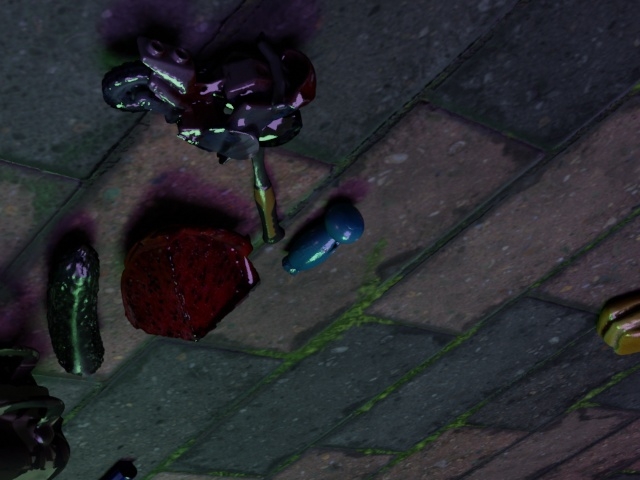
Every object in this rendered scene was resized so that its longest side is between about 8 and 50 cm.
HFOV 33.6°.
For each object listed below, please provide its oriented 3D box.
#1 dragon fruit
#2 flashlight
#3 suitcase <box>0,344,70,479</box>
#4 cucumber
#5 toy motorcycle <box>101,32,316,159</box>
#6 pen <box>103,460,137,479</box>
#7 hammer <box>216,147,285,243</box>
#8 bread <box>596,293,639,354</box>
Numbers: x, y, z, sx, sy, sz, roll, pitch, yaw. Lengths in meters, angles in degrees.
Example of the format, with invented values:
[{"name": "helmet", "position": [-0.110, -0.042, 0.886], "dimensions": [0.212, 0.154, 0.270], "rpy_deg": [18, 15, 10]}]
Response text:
[{"name": "dragon fruit", "position": [-0.159, 0.025, 1.205], "dimensions": [0.127, 0.120, 0.161], "rpy_deg": [11, 131, 30]}, {"name": "flashlight", "position": [0.000, 0.000, 1.267], "dimensions": [0.051, 0.051, 0.129], "rpy_deg": [16, 139, -43]}, {"name": "suitcase", "position": [-0.457, 0.236, 1.223], "dimensions": [0.339, 0.194, 0.351], "rpy_deg": [-37, 163, 10]}, {"name": "cucumber", "position": [-0.285, 0.076, 1.226], "dimensions": [0.067, 0.067, 0.245], "rpy_deg": [-9, 145, -15]}, {"name": "toy motorcycle", "position": [-0.089, -0.137, 0.971], "dimensions": [0.213, 0.082, 0.122], "rpy_deg": [10, 140, -40]}, {"name": "pen", "position": [-0.383, 0.440, 1.761], "dimensions": [0.033, 0.033, 0.269], "rpy_deg": [11, 138, -39]}, {"name": "hammer", "position": [-0.066, -0.056, 1.167], "dimensions": [0.078, 0.021, 0.201], "rpy_deg": [-14, 147, -6]}, {"name": "bread", "position": [0.554, 0.126, 1.728], "dimensions": [0.200, 0.077, 0.116], "rpy_deg": [-16, 156, -3]}]
